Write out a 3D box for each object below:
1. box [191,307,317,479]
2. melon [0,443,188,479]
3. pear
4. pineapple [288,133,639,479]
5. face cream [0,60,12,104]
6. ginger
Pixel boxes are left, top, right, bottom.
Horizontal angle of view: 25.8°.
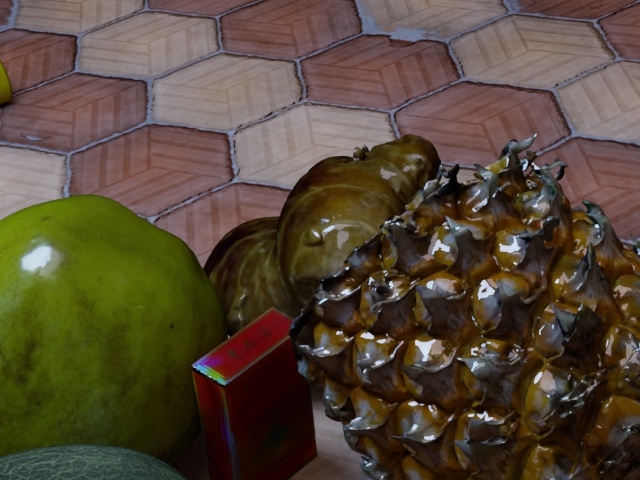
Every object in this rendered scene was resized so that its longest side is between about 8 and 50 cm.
[{"bbox_3d":[-0.061,0.164,1.348,0.048,0.175,0.112,26,46,35],"label":"box"},{"bbox_3d":[-0.226,0.288,1.146,0.302,0.237,0.237,-21,37,-19],"label":"melon"},{"bbox_3d":[-0.246,0.129,1.363,0.287,0.287,0.375,13,63,27],"label":"pear"},{"bbox_3d":[0.170,0.112,1.221,0.352,0.352,0.300,-30,61,-29],"label":"pineapple"},{"bbox_3d":[-0.595,-0.197,2.061,0.273,0.078,0.078,-24,38,-22],"label":"face cream"},{"bbox_3d":[-0.008,0.005,1.495,0.357,0.152,0.274,-33,26,49],"label":"ginger"}]
